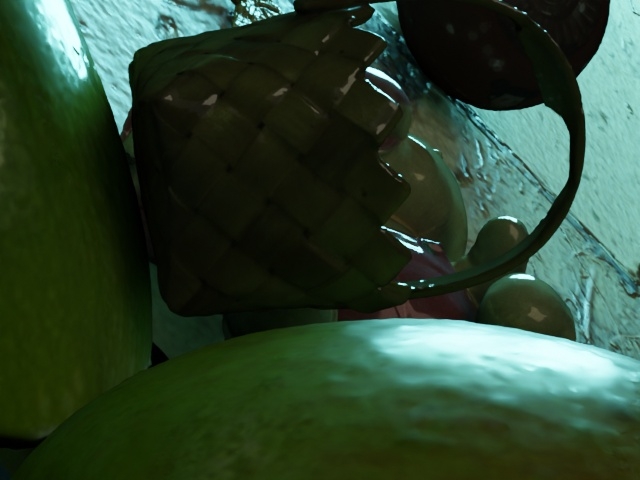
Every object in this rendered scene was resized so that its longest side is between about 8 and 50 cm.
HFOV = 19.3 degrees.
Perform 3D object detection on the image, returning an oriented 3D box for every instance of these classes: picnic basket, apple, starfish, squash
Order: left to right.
[{"bbox_3d":[-0.191,-0.053,0.744,0.233,0.210,0.309,-22,92,-58],"label":"squash"},{"bbox_3d":[-0.040,-0.145,1.153,0.086,0.016,0.092,43,37,-17],"label":"starfish"},{"bbox_3d":[0.016,-0.037,0.750,0.138,0.178,0.128,-113,-168,-73],"label":"picnic basket"},{"bbox_3d":[0.029,0.182,0.585,0.339,0.339,0.340,34,35,-28],"label":"apple"}]

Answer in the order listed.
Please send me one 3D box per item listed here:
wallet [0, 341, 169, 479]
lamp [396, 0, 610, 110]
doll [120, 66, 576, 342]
[{"bbox_3d":[-0.090,0.100,0.783,0.231,0.069,0.170,45,27,-12],"label":"wallet"},{"bbox_3d":[0.118,-0.167,1.286,0.156,0.135,0.157,-18,100,-28],"label":"lamp"},{"bbox_3d":[0.003,-0.002,0.916,0.196,0.152,0.256,36,19,-36],"label":"doll"}]
